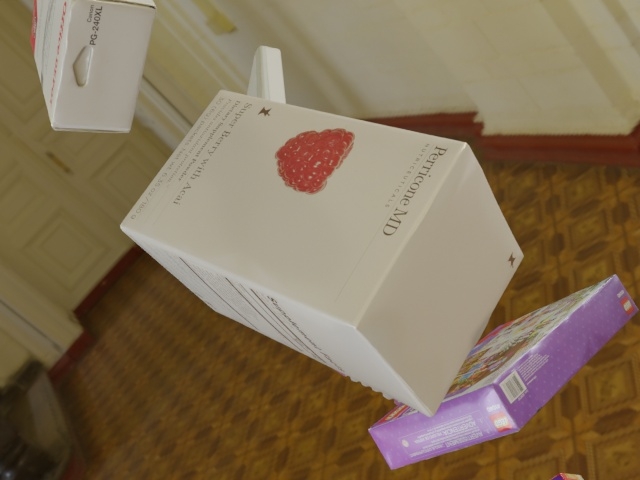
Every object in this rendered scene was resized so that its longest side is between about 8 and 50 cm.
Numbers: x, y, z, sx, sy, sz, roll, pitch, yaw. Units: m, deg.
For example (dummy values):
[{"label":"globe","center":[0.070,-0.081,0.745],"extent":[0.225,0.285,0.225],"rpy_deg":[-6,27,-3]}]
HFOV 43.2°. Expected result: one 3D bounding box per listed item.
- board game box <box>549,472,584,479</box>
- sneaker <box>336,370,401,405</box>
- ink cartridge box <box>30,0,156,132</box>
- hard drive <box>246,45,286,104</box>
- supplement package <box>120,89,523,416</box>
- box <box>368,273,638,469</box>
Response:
[{"label":"board game box","center":[0.174,0.290,0.576],"extent":[0.147,0.045,0.193],"rpy_deg":[-43,53,20]},{"label":"sneaker","center":[0.129,0.224,1.428],"extent":[0.236,0.095,0.104],"rpy_deg":[27,69,23]},{"label":"ink cartridge box","center":[-0.184,-0.168,0.637],"extent":[0.150,0.063,0.109],"rpy_deg":[59,138,44]},{"label":"hard drive","center":[-0.083,-0.112,1.067],"extent":[0.307,0.040,0.203],"rpy_deg":[-99,21,-59]},{"label":"supplement package","center":[0.000,0.000,0.739],"extent":[0.293,0.175,0.177],"rpy_deg":[19,69,39]},{"label":"box","center":[0.216,0.149,0.934],"extent":[0.293,0.057,0.201],"rpy_deg":[-27,-6,-42]}]
